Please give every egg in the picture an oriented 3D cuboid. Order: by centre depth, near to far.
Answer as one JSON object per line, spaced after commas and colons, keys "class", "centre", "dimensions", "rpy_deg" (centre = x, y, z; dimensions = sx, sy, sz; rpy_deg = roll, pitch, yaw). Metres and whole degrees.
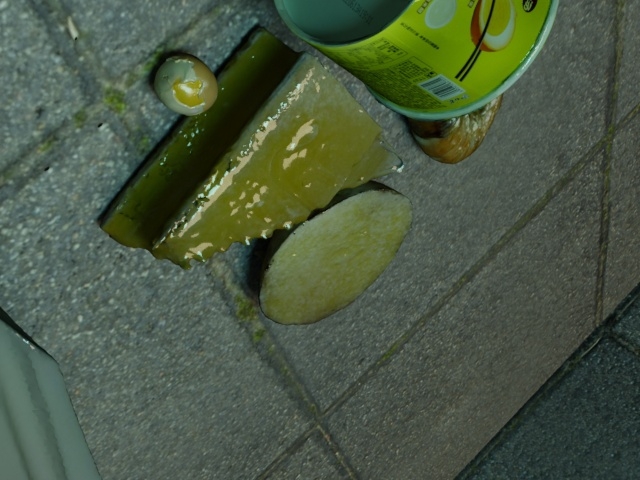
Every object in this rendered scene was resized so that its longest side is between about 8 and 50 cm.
{"class": "egg", "centre": [-0.158, -0.183, 0.979], "dimensions": [0.071, 0.071, 0.083], "rpy_deg": [-55, 147, 5]}

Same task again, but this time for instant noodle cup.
{"class": "instant noodle cup", "centre": [0.098, -0.312, 0.952], "dimensions": [0.222, 0.311, 0.311], "rpy_deg": [8, 115, -54]}

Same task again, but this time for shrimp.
{"class": "shrimp", "centre": [0.222, -0.285, 1.328], "dimensions": [0.272, 0.085, 0.445], "rpy_deg": [-57, 149, -1]}

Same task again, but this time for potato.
{"class": "potato", "centre": [0.000, 0.000, 1.301], "dimensions": [0.239, 0.116, 0.299], "rpy_deg": [2, 131, -44]}

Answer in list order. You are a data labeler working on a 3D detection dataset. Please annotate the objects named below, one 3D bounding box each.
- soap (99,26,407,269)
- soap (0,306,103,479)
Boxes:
{"class": "soap", "centre": [-0.073, -0.060, 1.110], "dimensions": [0.338, 0.169, 0.304], "rpy_deg": [-51, 136, -1]}
{"class": "soap", "centre": [-0.455, 0.204, 0.865], "dimensions": [0.350, 0.213, 0.435], "rpy_deg": [-28, 140, -27]}
